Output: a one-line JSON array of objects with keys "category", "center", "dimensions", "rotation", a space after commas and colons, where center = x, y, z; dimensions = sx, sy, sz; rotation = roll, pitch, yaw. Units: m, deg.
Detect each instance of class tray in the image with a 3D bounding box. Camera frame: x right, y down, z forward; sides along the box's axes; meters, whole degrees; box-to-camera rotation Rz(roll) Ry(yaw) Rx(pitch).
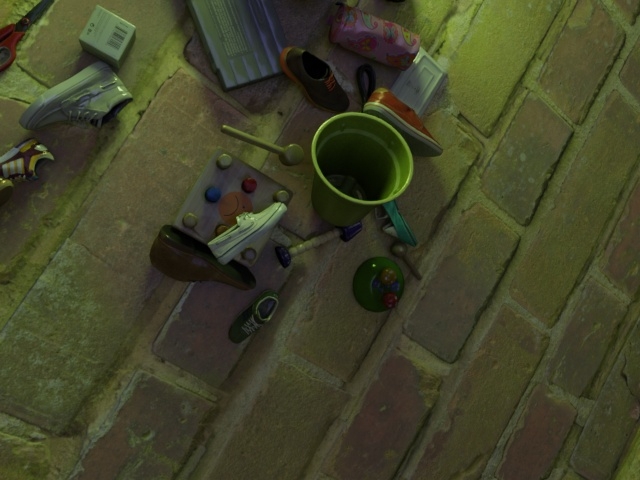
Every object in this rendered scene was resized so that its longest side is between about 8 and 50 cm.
[{"category": "tray", "center": [0.308, -0.487, 1.542], "dimensions": [0.145, 0.030, 0.270], "rotation": [35, 82, -18]}]

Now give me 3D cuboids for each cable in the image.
[{"category": "cable", "center": [0.152, -0.397, 1.468], "dimensions": [0.139, 0.072, 0.287], "rotation": [14, 89, -26]}]

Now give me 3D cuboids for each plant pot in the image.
[{"category": "plant pot", "center": [0.086, -0.170, 1.340], "dimensions": [0.276, 0.254, 0.276], "rotation": [5, 67, -11]}]

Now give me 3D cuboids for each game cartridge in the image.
[{"category": "game cartridge", "center": [-0.235, -0.615, 1.317], "dimensions": [0.230, 0.068, 0.355], "rotation": [-23, 102, -14]}]

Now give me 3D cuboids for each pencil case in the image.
[{"category": "pencil case", "center": [0.159, -0.611, 1.433], "dimensions": [0.284, 0.124, 0.124], "rotation": [11, 90, -20]}]

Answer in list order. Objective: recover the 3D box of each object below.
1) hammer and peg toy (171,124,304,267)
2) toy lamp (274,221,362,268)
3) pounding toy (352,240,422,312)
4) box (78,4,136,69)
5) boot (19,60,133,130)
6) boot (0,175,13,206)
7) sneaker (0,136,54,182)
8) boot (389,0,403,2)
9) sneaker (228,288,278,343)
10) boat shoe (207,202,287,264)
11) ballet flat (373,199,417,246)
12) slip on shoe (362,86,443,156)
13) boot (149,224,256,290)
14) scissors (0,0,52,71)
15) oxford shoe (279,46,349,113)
[{"category": "hammer and peg toy", "center": [-0.219, -0.139, 1.321], "dimensions": [0.266, 0.127, 0.361], "rotation": [30, 83, -18]}, {"category": "toy lamp", "center": [0.000, 0.000, 1.440], "dimensions": [0.274, 0.080, 0.080], "rotation": [-24, 102, -15]}, {"category": "pounding toy", "center": [0.227, 0.131, 1.515], "dimensions": [0.237, 0.110, 0.183], "rotation": [-38, 106, -14]}, {"category": "box", "center": [-0.534, -0.509, 1.196], "dimensions": [0.102, 0.087, 0.101], "rotation": [27, 85, -19]}, {"category": "boot", "center": [-0.598, -0.326, 1.180], "dimensions": [0.258, 0.095, 0.123], "rotation": [-43, 100, -14]}, {"category": "boot", "center": [-0.831, -0.138, 1.065], "dimensions": [0.248, 0.090, 0.207], "rotation": [-28, 102, 21]}, {"category": "sneaker", "center": [-0.742, -0.165, 1.154], "dimensions": [0.084, 0.069, 0.185], "rotation": [45, 79, -12]}, {"category": "boot", "center": [0.182, -0.857, 1.344], "dimensions": [0.348, 0.260, 0.131], "rotation": [36, 81, -19]}, {"category": "sneaker", "center": [-0.191, 0.224, 1.378], "dimensions": [0.064, 0.086, 0.192], "rotation": [44, 79, -18]}, {"category": "boat shoe", "center": [-0.189, -0.035, 1.224], "dimensions": [0.226, 0.083, 0.076], "rotation": [-42, 106, -11]}, {"category": "ballet flat", "center": [0.225, -0.076, 1.525], "dimensions": [0.087, 0.083, 0.247], "rotation": [-26, 104, 8]}, {"category": "slip on shoe", "center": [0.271, -0.357, 1.473], "dimensions": [0.331, 0.123, 0.101], "rotation": [28, 76, -32]}, {"category": "boot", "center": [-0.326, 0.075, 1.328], "dimensions": [0.305, 0.112, 0.115], "rotation": [30, 108, -20]}, {"category": "scissors", "center": [-0.728, -0.514, 1.163], "dimensions": [0.297, 0.021, 0.109], "rotation": [-38, 103, -15]}, {"category": "oxford shoe", "center": [0.004, -0.452, 1.369], "dimensions": [0.271, 0.098, 0.097], "rotation": [28, 85, -41]}]
